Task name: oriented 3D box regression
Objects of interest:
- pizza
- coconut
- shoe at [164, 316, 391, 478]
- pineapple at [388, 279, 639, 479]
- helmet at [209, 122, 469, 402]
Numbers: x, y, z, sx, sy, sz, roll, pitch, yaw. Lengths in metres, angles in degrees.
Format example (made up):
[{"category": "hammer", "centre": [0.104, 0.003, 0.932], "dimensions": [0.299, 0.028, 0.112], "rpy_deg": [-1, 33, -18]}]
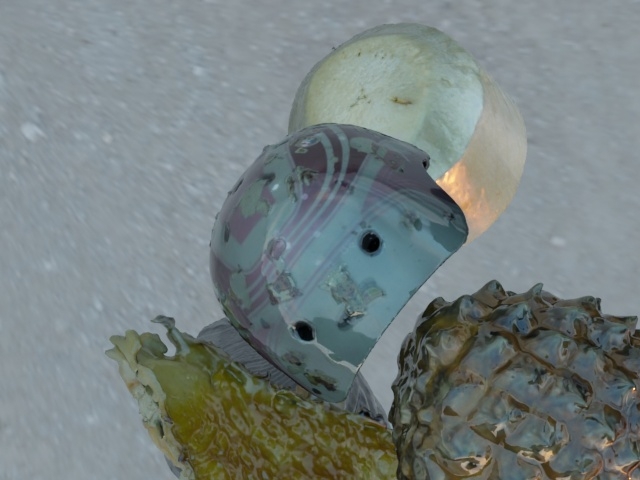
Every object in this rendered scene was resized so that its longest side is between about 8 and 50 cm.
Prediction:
[{"category": "pizza", "centre": [-0.018, 0.160, 1.241], "dimensions": [0.297, 0.071, 0.189], "rpy_deg": [33, 46, -22]}, {"category": "coconut", "centre": [0.083, -0.084, 1.778], "dimensions": [0.202, 0.202, 0.222], "rpy_deg": [-52, 148, -1]}, {"category": "shoe", "centre": [-0.021, 0.195, 1.627], "dimensions": [0.171, 0.384, 0.237], "rpy_deg": [-21, 100, 2]}, {"category": "pineapple", "centre": [0.139, 0.103, 1.146], "dimensions": [0.193, 0.166, 0.166], "rpy_deg": [8, 96, -8]}, {"category": "helmet", "centre": [-0.010, -0.003, 1.143], "dimensions": [0.107, 0.177, 0.153], "rpy_deg": [27, 104, -31]}]
